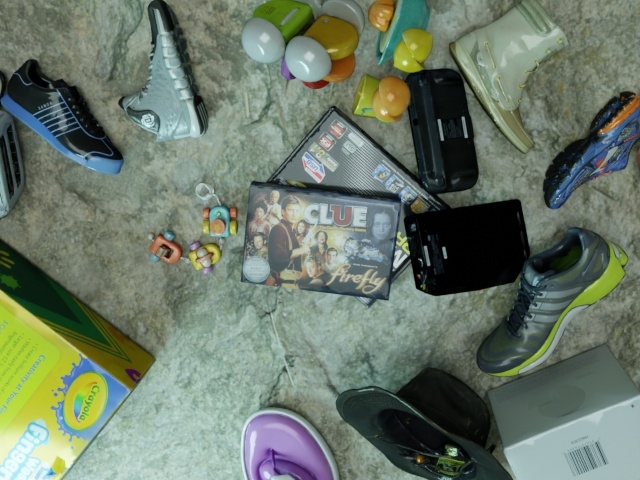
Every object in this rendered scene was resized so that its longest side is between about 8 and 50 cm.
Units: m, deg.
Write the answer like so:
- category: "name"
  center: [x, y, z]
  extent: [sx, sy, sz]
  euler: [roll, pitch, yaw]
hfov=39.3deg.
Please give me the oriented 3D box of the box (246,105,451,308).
- category: "box"
  center: [0.051, -0.055, 1.483]
  extent: [0.270, 0.060, 0.216]
  euler: [41, 102, -5]

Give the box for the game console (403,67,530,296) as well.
- category: "game console"
  center: [0.221, -0.098, 1.433]
  extent: [0.213, 0.044, 0.361]
  euler: [-8, 88, -28]

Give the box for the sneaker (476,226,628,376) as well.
- category: "sneaker"
  center: [0.352, 0.093, 1.454]
  extent: [0.121, 0.111, 0.300]
  euler: [37, 97, -32]

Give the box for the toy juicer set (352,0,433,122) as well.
- category: "toy juicer set"
  center: [0.119, -0.331, 1.341]
  extent: [0.090, 0.209, 0.328]
  euler: [16, 104, -8]

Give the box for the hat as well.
- category: "hat"
  center: [0.196, 0.299, 1.485]
  extent: [0.331, 0.331, 0.134]
  euler: [35, 65, -4]

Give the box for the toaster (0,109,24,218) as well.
- category: "toaster"
  center: [-0.578, -0.131, 1.465]
  extent: [0.147, 0.129, 0.226]
  euler: [0, 120, 0]

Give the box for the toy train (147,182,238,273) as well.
- category: "toy train"
  center: [-0.216, -0.009, 1.520]
  extent: [0.125, 0.046, 0.166]
  euler: [38, 103, -5]

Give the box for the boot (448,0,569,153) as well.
- category: "boot"
  center: [0.323, -0.260, 1.411]
  extent: [0.165, 0.077, 0.213]
  euler: [-32, 95, 8]

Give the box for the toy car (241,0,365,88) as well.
- category: "toy car"
  center: [-0.025, -0.306, 1.401]
  extent: [0.182, 0.159, 0.136]
  euler: [26, 149, 19]

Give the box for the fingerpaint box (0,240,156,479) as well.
- category: "fingerpaint box"
  center: [-0.572, 0.277, 1.551]
  extent: [0.371, 0.163, 0.444]
  euler: [38, 103, -3]

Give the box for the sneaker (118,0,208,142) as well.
- category: "sneaker"
  center: [-0.275, -0.264, 1.451]
  extent: [0.132, 0.086, 0.228]
  euler: [-14, 102, 10]

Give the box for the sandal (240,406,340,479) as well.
- category: "sandal"
  center: [-0.040, 0.497, 1.590]
  extent: [0.170, 0.102, 0.416]
  euler: [-11, 101, 6]

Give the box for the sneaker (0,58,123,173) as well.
- category: "sneaker"
  center: [-0.413, -0.203, 1.475]
  extent: [0.232, 0.081, 0.090]
  euler: [35, 109, -3]

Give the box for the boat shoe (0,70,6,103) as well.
- category: "boat shoe"
  center: [-0.561, -0.225, 1.503]
  extent: [0.049, 0.042, 0.133]
  euler: [24, 114, -13]

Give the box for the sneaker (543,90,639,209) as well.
- category: "sneaker"
  center: [0.445, -0.129, 1.430]
  extent: [0.087, 0.083, 0.221]
  euler: [39, 106, -13]

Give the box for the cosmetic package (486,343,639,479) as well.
- category: "cosmetic package"
  center: [0.409, 0.302, 1.451]
  extent: [0.224, 0.224, 0.138]
  euler: [-24, 102, 9]

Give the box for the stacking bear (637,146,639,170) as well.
- category: "stacking bear"
  center: [0.652, -0.158, 1.368]
  extent: [0.289, 0.164, 0.175]
  euler: [-33, 104, -1]

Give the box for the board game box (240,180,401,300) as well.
- category: "board game box"
  center: [0.000, 0.000, 1.447]
  extent: [0.244, 0.042, 0.164]
  euler: [7, 103, 2]
